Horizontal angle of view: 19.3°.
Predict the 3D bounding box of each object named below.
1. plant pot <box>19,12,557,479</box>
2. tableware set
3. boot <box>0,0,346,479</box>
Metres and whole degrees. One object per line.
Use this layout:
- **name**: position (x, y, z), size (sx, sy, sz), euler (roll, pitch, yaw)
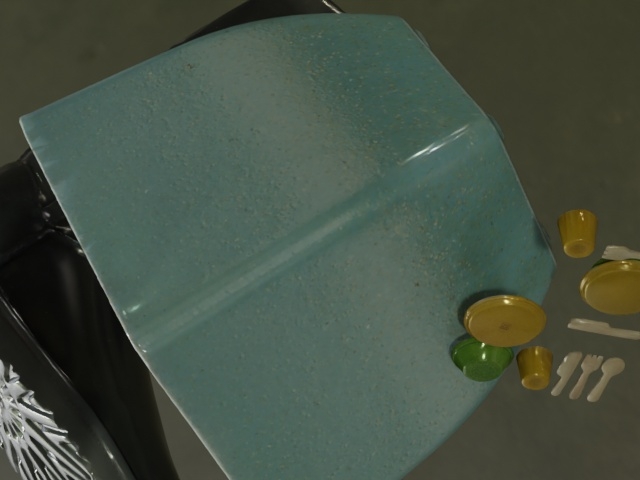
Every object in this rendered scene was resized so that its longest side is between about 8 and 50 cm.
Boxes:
- **plant pot**: position (0.000, 0.000, 1.201), size (0.252, 0.248, 0.247), euler (-32, 44, -1)
- **tableware set**: position (0.137, 0.038, 1.087), size (0.104, 0.154, 0.024), euler (9, 51, -8)
- **boot**: position (-0.076, 0.018, 1.522), size (0.445, 0.146, 0.367), euler (-31, 79, -29)
